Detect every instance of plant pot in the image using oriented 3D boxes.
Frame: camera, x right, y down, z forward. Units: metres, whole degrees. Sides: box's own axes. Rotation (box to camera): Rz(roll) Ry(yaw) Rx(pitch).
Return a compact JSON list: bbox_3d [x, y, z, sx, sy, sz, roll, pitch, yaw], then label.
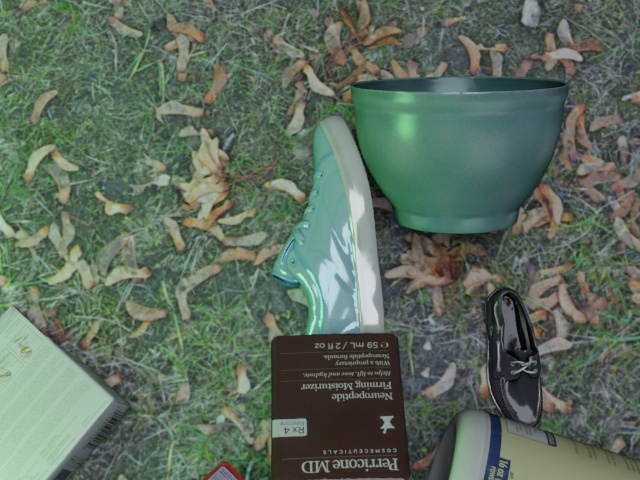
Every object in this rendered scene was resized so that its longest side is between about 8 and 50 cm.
[{"bbox_3d":[0.189,-0.120,1.233,0.293,0.293,0.196,-2,104,-1],"label":"plant pot"}]

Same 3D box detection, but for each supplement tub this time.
[{"bbox_3d":[0.298,0.367,1.127,0.325,0.235,0.235,17,78,4],"label":"supplement tub"}]

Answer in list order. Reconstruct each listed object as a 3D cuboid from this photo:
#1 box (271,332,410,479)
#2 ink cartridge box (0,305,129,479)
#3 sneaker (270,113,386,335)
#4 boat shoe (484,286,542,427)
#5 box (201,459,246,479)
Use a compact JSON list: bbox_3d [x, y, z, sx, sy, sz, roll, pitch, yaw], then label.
[{"bbox_3d":[0.022,0.248,1.156,0.168,0.167,0.203,-1,54,-1],"label":"box"},{"bbox_3d":[-0.414,0.233,1.258,0.232,0.066,0.189,35,79,28],"label":"ink cartridge box"},{"bbox_3d":[0.000,0.000,1.258,0.150,0.135,0.366,-6,77,-5],"label":"sneaker"},{"bbox_3d":[0.273,0.166,1.258,0.075,0.065,0.206,-7,78,-2],"label":"boat shoe"},{"bbox_3d":[-0.088,0.416,1.086,0.257,0.122,0.128,44,46,8],"label":"box"}]
